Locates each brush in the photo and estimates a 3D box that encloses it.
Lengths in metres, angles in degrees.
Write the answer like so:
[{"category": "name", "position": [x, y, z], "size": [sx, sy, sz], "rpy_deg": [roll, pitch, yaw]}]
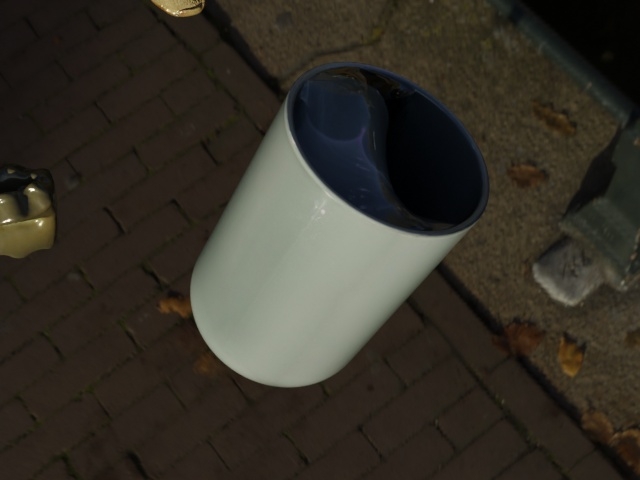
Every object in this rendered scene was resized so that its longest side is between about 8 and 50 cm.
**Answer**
[{"category": "brush", "position": [-0.370, -0.015, 0.871], "size": [0.301, 0.084, 0.071], "rpy_deg": [-3, 55, -10]}]

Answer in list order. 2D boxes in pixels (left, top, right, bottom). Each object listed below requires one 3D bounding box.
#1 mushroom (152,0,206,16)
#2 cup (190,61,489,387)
[{"category": "mushroom", "position": [-0.264, -0.467, 1.676], "size": [0.122, 0.351, 0.095], "rpy_deg": [10, 73, 14]}, {"category": "cup", "position": [0.000, 0.000, 1.044], "size": [0.205, 0.312, 0.205], "rpy_deg": [17, 47, -19]}]
